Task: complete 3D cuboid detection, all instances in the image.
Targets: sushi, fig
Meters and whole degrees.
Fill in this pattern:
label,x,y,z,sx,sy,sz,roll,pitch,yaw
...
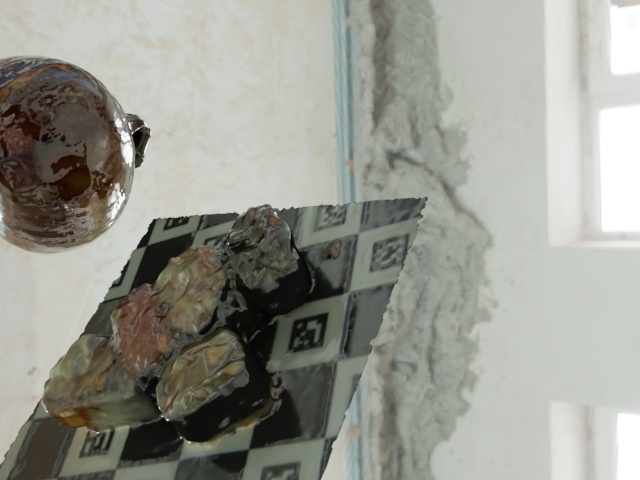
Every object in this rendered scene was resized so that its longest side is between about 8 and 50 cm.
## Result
label,x,y,z,sx,sy,sz,roll,pitch,yaw
sushi,-0.113,0.069,0.681,0.069,0.339,0.320,53,-129,-36
fig,-0.311,-0.104,0.975,0.214,0.235,0.235,-43,-50,-9
